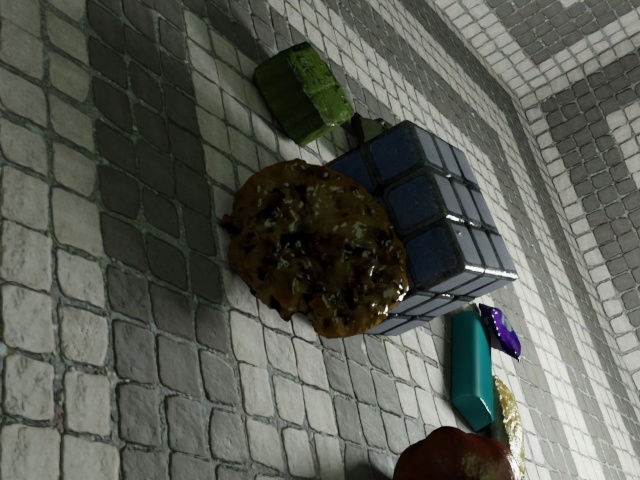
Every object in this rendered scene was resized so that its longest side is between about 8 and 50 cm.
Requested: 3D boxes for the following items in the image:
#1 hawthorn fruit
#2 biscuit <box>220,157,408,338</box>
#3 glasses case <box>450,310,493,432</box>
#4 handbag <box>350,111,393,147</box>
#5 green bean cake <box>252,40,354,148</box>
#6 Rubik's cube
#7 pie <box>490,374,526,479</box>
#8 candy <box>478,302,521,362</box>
[{"bbox_3d":[0.228,0.443,1.443,0.224,0.224,0.261,44,32,-33],"label":"hawthorn fruit"},{"bbox_3d":[-0.004,0.002,1.425,0.289,0.081,0.334,-24,68,-28],"label":"biscuit"},{"bbox_3d":[0.361,0.296,2.022,0.117,0.070,0.301,51,25,-23],"label":"glasses case"},{"bbox_3d":[0.161,-0.195,2.076,0.213,0.127,0.235,30,27,-21],"label":"handbag"},{"bbox_3d":[-0.035,-0.312,1.832,0.200,0.113,0.214,57,25,-4],"label":"green bean cake"},{"bbox_3d":[0.153,-0.008,1.653,0.303,0.301,0.305,11,57,-60],"label":"Rubik's cube"},{"bbox_3d":[0.431,0.436,2.008,0.128,0.068,0.282,47,29,-35],"label":"pie"},{"bbox_3d":[0.454,0.231,2.212,0.145,0.070,0.275,64,4,2],"label":"candy"}]
